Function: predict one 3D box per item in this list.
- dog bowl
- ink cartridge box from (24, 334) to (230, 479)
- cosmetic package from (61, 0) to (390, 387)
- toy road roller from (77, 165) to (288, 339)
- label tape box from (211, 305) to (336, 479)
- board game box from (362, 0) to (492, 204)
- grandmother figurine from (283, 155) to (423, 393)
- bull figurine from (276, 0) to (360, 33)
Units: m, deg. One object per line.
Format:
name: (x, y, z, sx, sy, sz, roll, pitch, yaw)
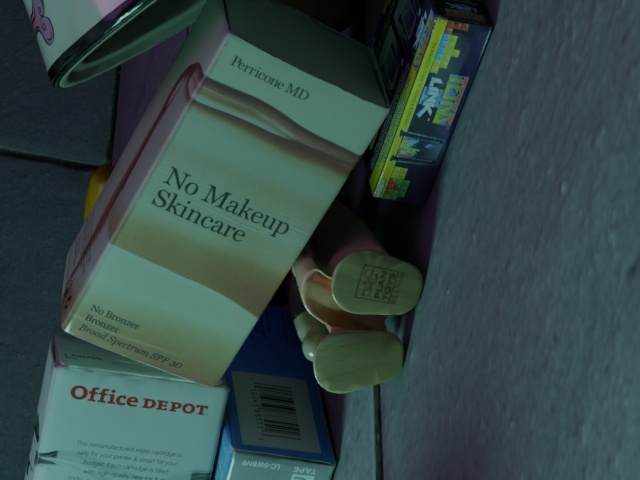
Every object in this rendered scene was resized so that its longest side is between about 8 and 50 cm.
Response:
dog bowl: (-0.096, -0.301, 1.245, 0.150, 0.408, 0.408, 57, 165, -4)
ink cartridge box: (-0.185, 0.208, 1.331, 0.092, 0.160, 0.219, -131, 52, -70)
cosmetic package: (-0.084, -0.043, 1.195, 0.296, 0.153, 0.129, -59, 20, 23)
toy road roller: (-0.172, 0.058, 1.606, 0.240, 0.202, 0.330, 53, 132, 48)
label tape box: (-0.092, 0.263, 1.462, 0.241, 0.105, 0.334, -104, 27, -56)
board game box: (0.078, -0.138, 1.174, 0.141, 0.048, 0.170, -102, 25, -50)
grandmother figurine: (0.000, 0.000, 1.296, 0.342, 0.104, 0.208, -128, 57, -68)
bull figurine: (-0.054, -0.167, 1.464, 0.310, 0.101, 0.188, -55, 6, -18)
